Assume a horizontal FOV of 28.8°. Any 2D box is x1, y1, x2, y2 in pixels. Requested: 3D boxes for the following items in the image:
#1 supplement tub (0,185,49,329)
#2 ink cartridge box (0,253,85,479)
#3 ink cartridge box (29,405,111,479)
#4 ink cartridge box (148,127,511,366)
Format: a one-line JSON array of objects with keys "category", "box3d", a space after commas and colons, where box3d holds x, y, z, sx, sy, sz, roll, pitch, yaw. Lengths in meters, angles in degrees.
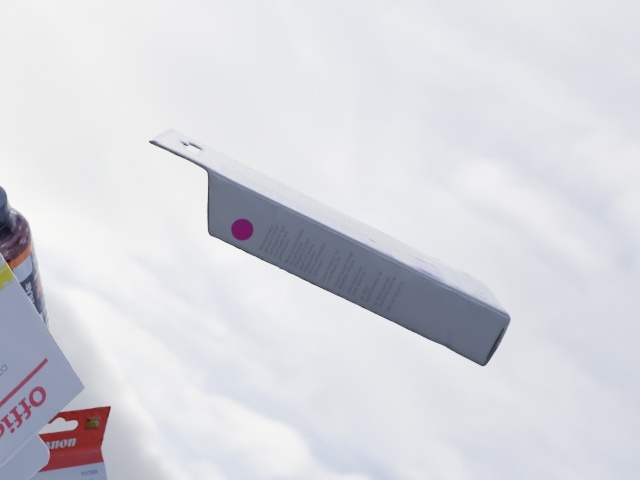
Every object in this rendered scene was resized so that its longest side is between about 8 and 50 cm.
[{"category": "supplement tub", "box3d": [-0.357, 0.033, 1.347, 0.106, 0.106, 0.197, 28, -42, 29]}, {"category": "ink cartridge box", "box3d": [-0.313, 0.086, 0.887, 0.119, 0.207, 0.353, -6, -60, 43]}, {"category": "ink cartridge box", "box3d": [-0.312, 0.289, 1.467, 0.045, 0.145, 0.179, 32, -67, 42]}, {"category": "ink cartridge box", "box3d": [0.000, 0.000, 1.217, 0.371, 0.069, 0.176, 28, 8, -5]}]
